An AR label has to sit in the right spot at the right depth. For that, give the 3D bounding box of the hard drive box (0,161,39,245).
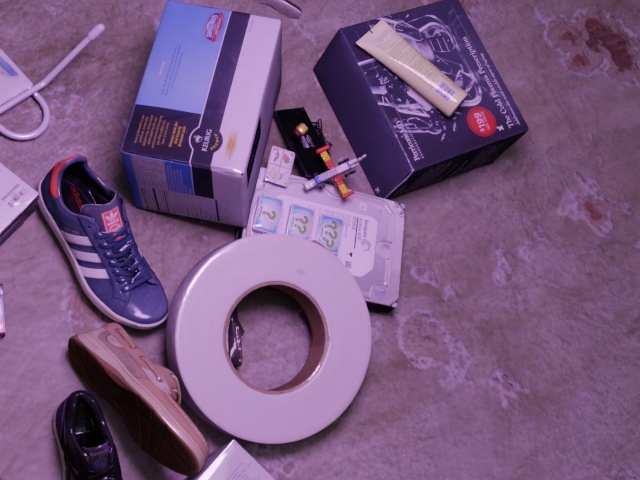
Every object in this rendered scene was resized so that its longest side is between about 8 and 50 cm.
[{"bbox_3d":[-0.650,-0.081,1.822,0.232,0.089,0.181,40,62,-3],"label":"hard drive box"}]

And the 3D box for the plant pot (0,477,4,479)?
[{"bbox_3d":[-0.529,0.546,1.501,0.366,0.366,0.353,37,73,-4],"label":"plant pot"}]

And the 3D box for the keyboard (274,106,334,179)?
[{"bbox_3d":[-0.025,-0.196,2.130,0.100,0.038,0.192,-9,57,-26],"label":"keyboard"}]

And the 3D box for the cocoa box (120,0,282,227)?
[{"bbox_3d":[-0.217,-0.238,1.946,0.228,0.231,0.347,10,65,2],"label":"cocoa box"}]

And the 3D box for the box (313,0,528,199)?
[{"bbox_3d":[0.211,-0.302,2.189,0.313,0.179,0.343,-22,78,-25],"label":"box"}]

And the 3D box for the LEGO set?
[{"bbox_3d":[-0.019,-0.112,2.019,0.183,0.060,0.244,17,70,-14],"label":"LEGO set"}]

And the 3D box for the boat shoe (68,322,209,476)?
[{"bbox_3d":[-0.293,0.259,1.764,0.110,0.121,0.341,-27,58,-39],"label":"boat shoe"}]

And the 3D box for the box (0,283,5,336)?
[{"bbox_3d":[-0.622,0.125,1.788,0.137,0.027,0.093,-2,72,-22],"label":"box"}]

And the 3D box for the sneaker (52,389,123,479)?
[{"bbox_3d":[-0.382,0.390,1.719,0.107,0.124,0.283,-16,76,-25],"label":"sneaker"}]

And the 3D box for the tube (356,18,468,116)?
[{"bbox_3d":[0.188,-0.347,2.070,0.240,0.062,0.070,40,19,4],"label":"tube"}]

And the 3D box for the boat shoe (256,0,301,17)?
[{"bbox_3d":[-0.095,-0.527,2.238,0.125,0.046,0.038,23,68,-2],"label":"boat shoe"}]

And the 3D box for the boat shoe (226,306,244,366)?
[{"bbox_3d":[-0.167,0.173,1.933,0.042,0.049,0.132,7,69,-24],"label":"boat shoe"}]

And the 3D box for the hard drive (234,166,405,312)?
[{"bbox_3d":[0.000,0.000,2.056,0.339,0.064,0.236,15,66,-16],"label":"hard drive"}]

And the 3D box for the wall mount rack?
[{"bbox_3d":[-0.600,-0.376,1.935,0.350,0.130,0.304,48,61,1],"label":"wall mount rack"}]

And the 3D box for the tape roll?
[{"bbox_3d":[-0.091,0.177,1.893,0.392,0.072,0.391,3,82,-24],"label":"tape roll"}]

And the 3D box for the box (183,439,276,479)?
[{"bbox_3d":[-0.186,0.453,1.738,0.119,0.181,0.182,45,61,-1],"label":"box"}]

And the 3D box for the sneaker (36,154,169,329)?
[{"bbox_3d":[-0.382,-0.001,1.849,0.350,0.148,0.131,52,48,3],"label":"sneaker"}]
